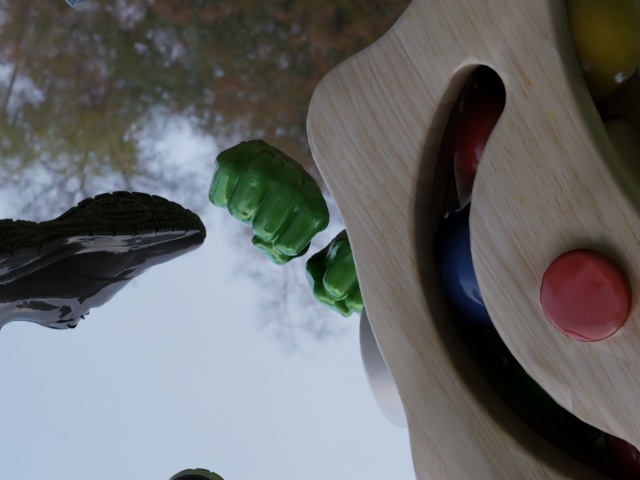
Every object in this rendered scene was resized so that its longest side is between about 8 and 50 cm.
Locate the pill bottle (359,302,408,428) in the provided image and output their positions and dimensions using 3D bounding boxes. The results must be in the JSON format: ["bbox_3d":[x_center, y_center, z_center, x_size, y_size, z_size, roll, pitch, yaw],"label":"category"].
[{"bbox_3d":[0.108,0.038,0.648,0.169,0.094,0.094,-16,-172,25],"label":"pill bottle"}]

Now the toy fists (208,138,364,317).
[{"bbox_3d":[0.000,0.000,1.461,0.279,0.096,0.142,40,-177,-9],"label":"toy fists"}]

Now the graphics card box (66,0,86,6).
[{"bbox_3d":[-0.315,-0.457,1.458,0.233,0.094,0.371,54,-165,-70],"label":"graphics card box"}]

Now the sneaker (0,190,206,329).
[{"bbox_3d":[-0.265,0.029,1.541,0.286,0.130,0.109,-12,-152,-9],"label":"sneaker"}]

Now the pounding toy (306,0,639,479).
[{"bbox_3d":[0.086,0.035,0.418,0.154,0.269,0.155,-18,-179,33],"label":"pounding toy"}]

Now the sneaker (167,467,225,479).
[{"bbox_3d":[-0.132,0.401,1.510,0.107,0.283,0.124,-11,-168,8],"label":"sneaker"}]
